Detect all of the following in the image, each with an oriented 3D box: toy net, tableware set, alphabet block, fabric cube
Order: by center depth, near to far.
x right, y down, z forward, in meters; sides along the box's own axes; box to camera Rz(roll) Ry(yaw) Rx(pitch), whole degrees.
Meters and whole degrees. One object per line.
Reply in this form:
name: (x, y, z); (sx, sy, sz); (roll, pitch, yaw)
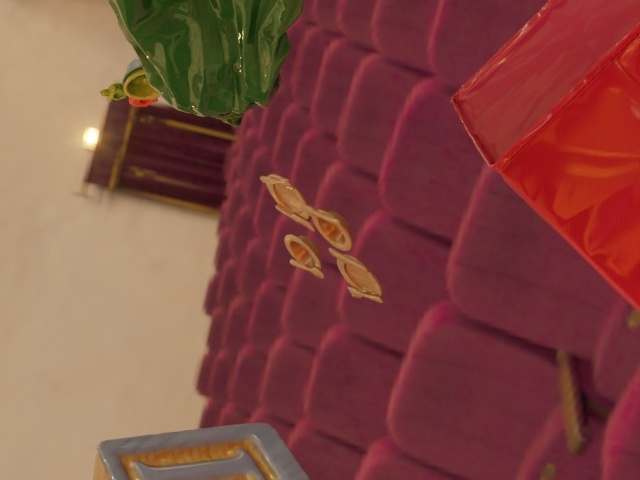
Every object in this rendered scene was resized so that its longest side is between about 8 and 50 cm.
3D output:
fabric cube: (0.303, -0.097, 1.047); (0.259, 0.258, 0.254); (-44, 14, 14)
alphabet block: (-0.110, 0.312, 1.162); (0.193, 0.192, 0.197); (-132, 45, -54)
tableware set: (0.000, 0.000, 1.328); (0.020, 0.141, 0.169); (-44, -44, -21)
toy net: (-0.199, -0.218, 1.795); (0.122, 0.232, 0.045); (-44, 54, 42)

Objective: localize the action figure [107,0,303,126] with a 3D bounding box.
action figure: (-0.067, -0.125, 0.732); (0.232, 0.137, 0.063); (86, -177, -71)
